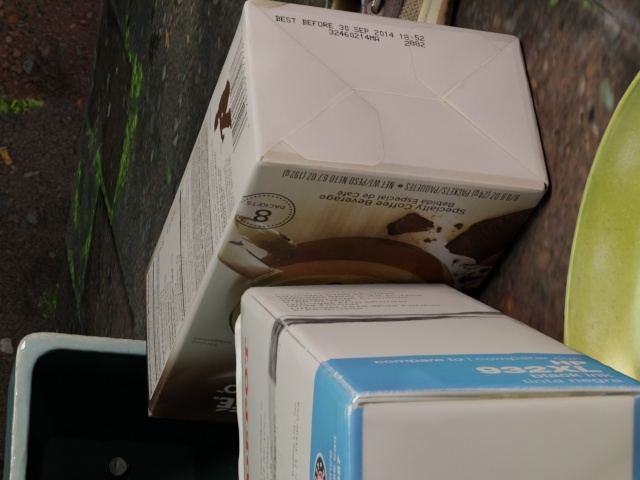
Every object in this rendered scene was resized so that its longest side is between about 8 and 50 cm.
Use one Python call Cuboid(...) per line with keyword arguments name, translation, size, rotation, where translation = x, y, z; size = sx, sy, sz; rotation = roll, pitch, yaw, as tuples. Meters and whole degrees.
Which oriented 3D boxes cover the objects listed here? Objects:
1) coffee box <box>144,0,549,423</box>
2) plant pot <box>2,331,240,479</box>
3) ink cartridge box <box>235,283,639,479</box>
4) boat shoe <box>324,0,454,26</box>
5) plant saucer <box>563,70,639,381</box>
Cuboid(name="coffee box", translation=(0.000, 0.000, 0.932), size=(0.297, 0.168, 0.119), rotation=(117, 153, -53))
Cuboid(name="plant pot", translation=(-0.133, 0.216, 1.153), size=(0.252, 0.248, 0.247), rotation=(150, 123, -68))
Cuboid(name="ink cartridge box", translation=(0.043, 0.149, 0.725), size=(0.307, 0.129, 0.223), rotation=(-150, 59, -78))
Cuboid(name="boat shoe", translation=(0.036, -0.178, 0.993), size=(0.103, 0.092, 0.285), rotation=(-153, 69, -72))
Cuboid(name="plant saucer", translation=(0.165, 0.028, 0.596), size=(0.241, 0.037, 0.241), rotation=(-176, 90, -74))
